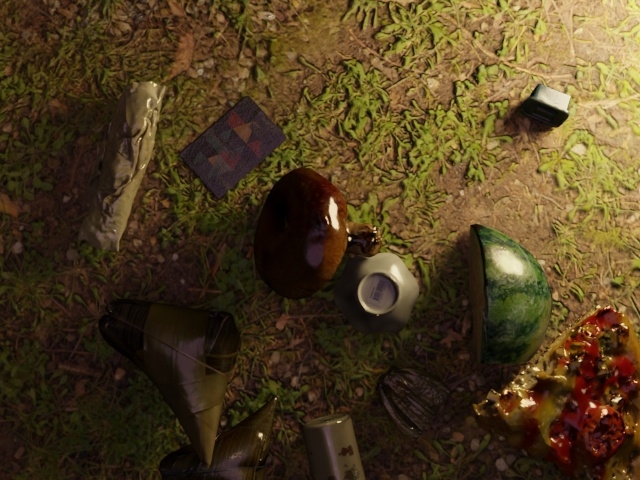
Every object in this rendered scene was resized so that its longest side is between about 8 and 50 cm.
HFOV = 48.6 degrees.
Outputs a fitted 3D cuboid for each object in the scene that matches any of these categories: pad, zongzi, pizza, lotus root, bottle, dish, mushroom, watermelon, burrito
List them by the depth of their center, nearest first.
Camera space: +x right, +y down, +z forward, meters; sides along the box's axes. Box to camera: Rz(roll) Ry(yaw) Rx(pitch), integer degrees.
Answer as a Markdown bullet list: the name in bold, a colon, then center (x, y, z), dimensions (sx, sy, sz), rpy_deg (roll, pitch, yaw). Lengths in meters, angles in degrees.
- **pizza**: center (0.508, 0.363, 1.443), dimensions (0.405, 0.130, 0.440), rpy_deg (-4, 86, -18)
- **zongzi**: center (-0.334, 0.289, 1.469), dimensions (0.289, 0.154, 0.318), rpy_deg (7, 70, 5)
- **bottle**: center (0.037, 0.490, 1.487), dimensions (0.109, 0.110, 0.233), rpy_deg (-14, 85, 0)
- **mushroom**: center (-0.029, 0.006, 1.498), dimensions (0.267, 0.267, 0.254), rpy_deg (-43, 115, -3)
- **zongzi**: center (-0.215, 0.428, 1.501), dimensions (0.220, 0.112, 0.242), rpy_deg (11, 77, 3)
- **watermelon**: center (0.384, 0.107, 1.506), dimensions (0.180, 0.224, 0.305), rpy_deg (-8, 79, 45)
- **lotus root**: center (0.191, 0.330, 1.519), dimensions (0.144, 0.070, 0.143), rpy_deg (44, 93, 0)
- **dish**: center (0.123, 0.114, 1.541), dimensions (0.190, 0.066, 0.191), rpy_deg (0, 85, 1)
- **burrito**: center (-0.444, -0.171, 1.572), dimensions (0.117, 0.076, 0.392), rpy_deg (15, 86, 3)
- **pad**: center (-0.199, -0.214, 1.608), dimensions (0.211, 0.003, 0.143), rpy_deg (-43, 86, -3)

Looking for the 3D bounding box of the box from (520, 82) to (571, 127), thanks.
- **box**: center (0.503, -0.302, 1.571), dimensions (0.099, 0.074, 0.054), rpy_deg (23, 75, 3)
